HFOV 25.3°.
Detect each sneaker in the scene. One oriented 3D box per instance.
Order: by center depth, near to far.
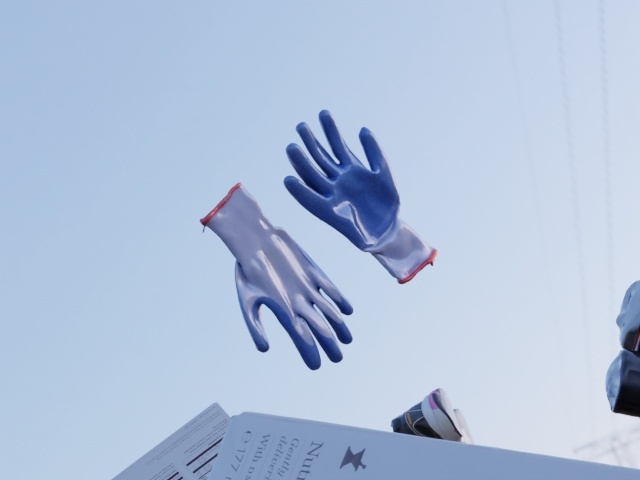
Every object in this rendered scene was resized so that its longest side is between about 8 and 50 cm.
[{"bbox_3d":[0.126,0.222,1.590,0.077,0.072,0.178,-24,-40,9],"label":"sneaker"}]

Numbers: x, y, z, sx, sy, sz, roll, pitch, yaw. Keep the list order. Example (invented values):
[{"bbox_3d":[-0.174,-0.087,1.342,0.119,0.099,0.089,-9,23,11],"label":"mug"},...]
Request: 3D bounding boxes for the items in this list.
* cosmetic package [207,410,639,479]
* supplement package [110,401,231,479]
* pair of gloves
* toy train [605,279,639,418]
[{"bbox_3d":[0.081,0.237,0.809,0.385,0.217,0.156,-3,-34,46],"label":"cosmetic package"},{"bbox_3d":[-0.088,0.312,1.431,0.149,0.203,0.194,-36,-28,-18],"label":"supplement package"},{"bbox_3d":[0.000,0.000,1.104,0.198,0.159,0.023,-44,11,-30],"label":"pair of gloves"},{"bbox_3d":[0.395,0.115,1.143,0.334,0.190,0.142,9,-55,5],"label":"toy train"}]
